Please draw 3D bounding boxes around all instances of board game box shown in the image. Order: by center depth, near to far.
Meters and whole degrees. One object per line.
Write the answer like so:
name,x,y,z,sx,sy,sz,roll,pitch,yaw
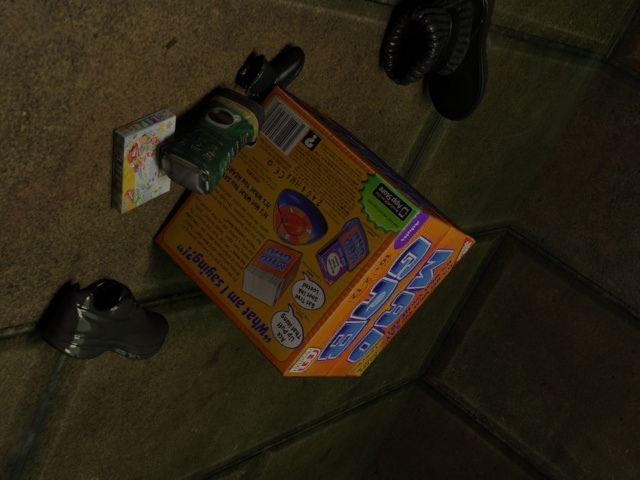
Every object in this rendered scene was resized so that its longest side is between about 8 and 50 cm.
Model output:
board game box,-0.282,-0.126,1.491,0.103,0.026,0.154,-33,148,-39
board game box,0.000,0.000,1.718,0.356,0.356,0.356,-50,157,9

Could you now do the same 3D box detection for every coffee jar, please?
coffee jar,-0.170,-0.165,1.521,0.184,0.096,0.079,-54,164,-32

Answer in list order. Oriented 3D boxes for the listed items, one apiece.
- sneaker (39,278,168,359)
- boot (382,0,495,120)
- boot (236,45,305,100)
sneaker,-0.350,0.134,1.629,0.130,0.109,0.286,-64,156,9
boot,0.241,-0.366,1.970,0.260,0.131,0.348,-42,143,-39
boot,-0.085,-0.293,1.601,0.121,0.045,0.099,-52,156,7
